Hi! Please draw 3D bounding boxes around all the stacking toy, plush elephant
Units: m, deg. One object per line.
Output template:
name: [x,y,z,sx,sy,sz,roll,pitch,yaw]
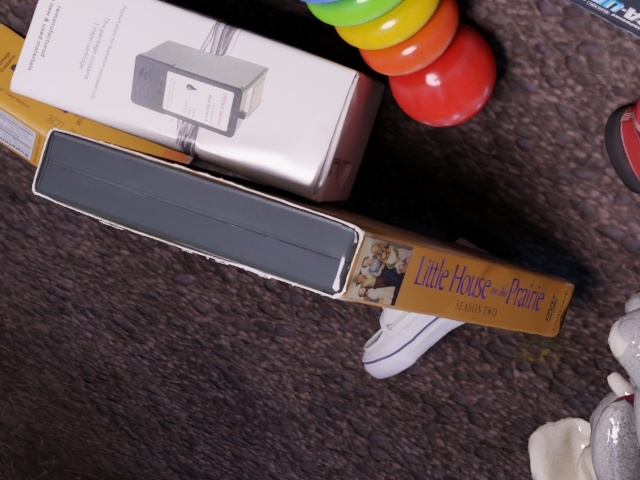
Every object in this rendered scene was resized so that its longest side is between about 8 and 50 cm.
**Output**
stacking toy: [0.040,-0.205,1.500,0.141,0.141,0.330,-3,142,38]
plush elephant: [0.335,0.164,1.747,0.255,0.272,0.330,-139,43,-60]

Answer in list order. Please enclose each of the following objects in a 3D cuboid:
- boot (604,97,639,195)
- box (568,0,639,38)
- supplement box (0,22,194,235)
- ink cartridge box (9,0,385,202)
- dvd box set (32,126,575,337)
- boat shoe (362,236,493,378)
boot: [0.325,-0.017,1.534,0.244,0.088,0.176,54,170,1]
box: [0.252,-0.220,1.392,0.220,0.051,0.175,27,149,-2]
supplement box: [-0.241,-0.107,1.856,0.233,0.078,0.080,35,152,1]
ink cartridge box: [-0.096,-0.130,1.628,0.273,0.114,0.198,20,-175,7]
dvd box set: [0.000,0.000,1.635,0.308,0.062,0.420,18,-178,29]
boat shoe: [0.101,0.059,1.898,0.076,0.083,0.226,44,134,-7]
